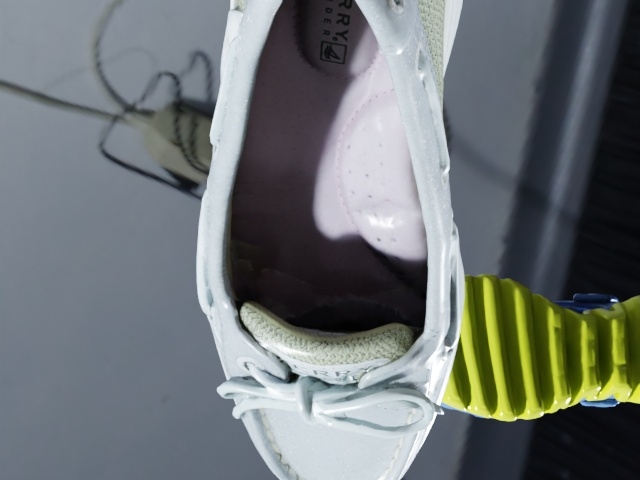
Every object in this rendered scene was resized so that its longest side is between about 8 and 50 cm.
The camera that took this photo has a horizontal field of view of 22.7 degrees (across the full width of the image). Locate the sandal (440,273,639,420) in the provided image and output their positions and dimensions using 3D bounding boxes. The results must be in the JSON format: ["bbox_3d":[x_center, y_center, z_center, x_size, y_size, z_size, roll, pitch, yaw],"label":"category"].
[{"bbox_3d":[0.192,0.097,1.399,0.317,0.138,0.126,7,84,-18],"label":"sandal"}]

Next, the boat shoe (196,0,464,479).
[{"bbox_3d":[0.003,-0.001,0.642,0.118,0.103,0.320,9,129,5],"label":"boat shoe"}]
